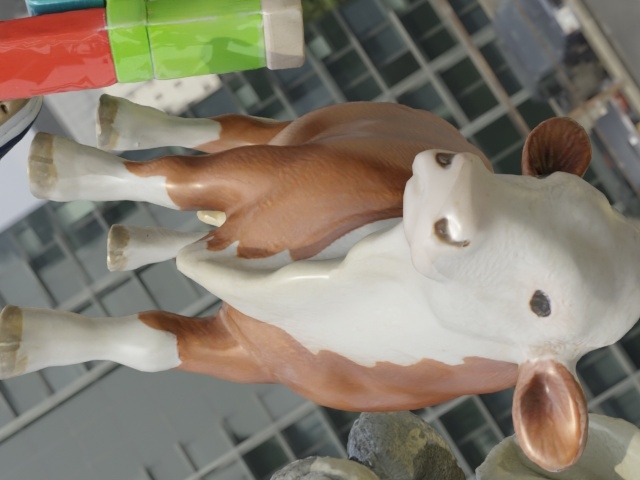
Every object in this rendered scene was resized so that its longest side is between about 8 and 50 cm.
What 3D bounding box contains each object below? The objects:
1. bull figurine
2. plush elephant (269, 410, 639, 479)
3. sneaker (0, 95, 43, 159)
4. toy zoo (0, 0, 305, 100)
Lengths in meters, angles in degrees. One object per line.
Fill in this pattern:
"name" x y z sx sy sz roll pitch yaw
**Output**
"bull figurine" 0.000 0.000 0.513 0.310 0.188 0.101 -63 -22 -84
"plush elephant" 0.091 0.226 0.860 0.330 0.255 0.272 -93 7 -82
"sneaker" -0.305 -0.019 1.132 0.153 0.282 0.099 52 -175 -49
"toy zoo" -0.162 -0.124 0.584 0.030 0.293 0.192 86 175 -47
